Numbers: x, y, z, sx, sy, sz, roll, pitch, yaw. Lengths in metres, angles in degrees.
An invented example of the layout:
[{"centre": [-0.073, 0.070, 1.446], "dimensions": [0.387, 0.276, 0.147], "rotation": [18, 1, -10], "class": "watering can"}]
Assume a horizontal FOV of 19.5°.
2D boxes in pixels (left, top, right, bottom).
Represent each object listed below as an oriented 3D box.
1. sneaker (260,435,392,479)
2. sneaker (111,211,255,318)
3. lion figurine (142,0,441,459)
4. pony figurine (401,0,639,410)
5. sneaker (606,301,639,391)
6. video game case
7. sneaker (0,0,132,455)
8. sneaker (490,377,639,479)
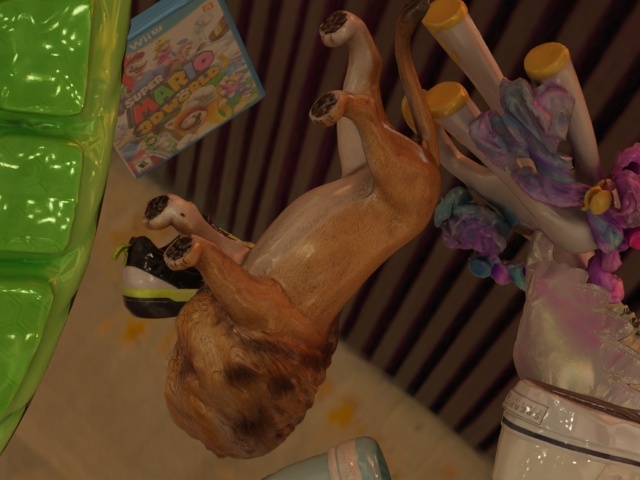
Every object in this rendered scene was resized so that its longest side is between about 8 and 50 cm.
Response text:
[{"centre": [-0.025, 0.298, 1.516], "dimensions": [0.208, 0.319, 0.127], "rotation": [-13, 37, 1], "class": "sneaker"}, {"centre": [-0.093, 0.019, 1.877], "dimensions": [0.234, 0.084, 0.097], "rotation": [-8, 95, -26], "class": "sneaker"}, {"centre": [0.000, 0.000, 1.566], "dimensions": [0.392, 0.142, 0.240], "rotation": [-42, 125, -2], "class": "lion figurine"}, {"centre": [0.236, -0.027, 1.717], "dimensions": [0.303, 0.351, 0.363], "rotation": [-41, 122, -8], "class": "pony figurine"}, {"centre": [0.339, 0.195, 1.949], "dimensions": [0.102, 0.146, 0.293], "rotation": [-20, 49, -9], "class": "sneaker"}, {"centre": [-0.108, -0.114, 1.335], "dimensions": [0.119, 0.166, 0.015], "rotation": [-33, 64, -4], "class": "video game case"}, {"centre": [-0.140, -0.081, 0.676], "dimensions": [0.185, 0.202, 0.483], "rotation": [21, 86, -1], "class": "sneaker"}, {"centre": [0.211, 0.163, 1.205], "dimensions": [0.258, 0.094, 0.091], "rotation": [20, 96, -26], "class": "sneaker"}]
